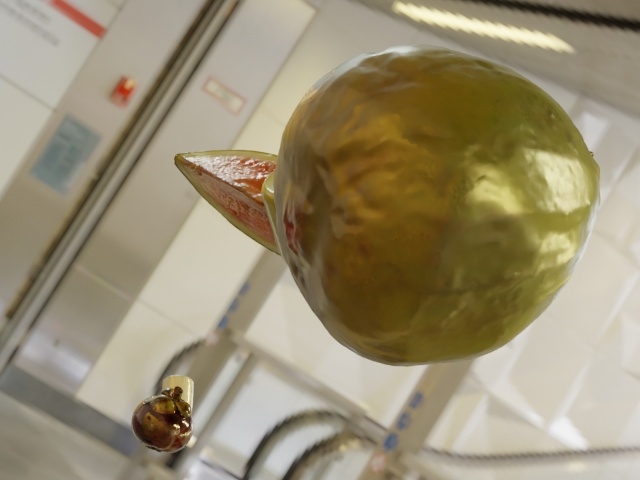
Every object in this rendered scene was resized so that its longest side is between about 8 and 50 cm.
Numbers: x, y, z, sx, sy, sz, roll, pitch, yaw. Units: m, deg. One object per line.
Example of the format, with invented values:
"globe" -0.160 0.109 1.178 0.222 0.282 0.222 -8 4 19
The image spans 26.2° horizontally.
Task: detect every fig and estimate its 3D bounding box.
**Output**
"fig" 0.124 -0.034 1.408 0.343 0.343 0.343 32 -3 2

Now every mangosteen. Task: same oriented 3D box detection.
"mangosteen" -0.197 0.228 1.730 0.081 0.081 0.081 32 -3 2

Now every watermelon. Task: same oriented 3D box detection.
"watermelon" -0.089 -0.045 2.232 0.303 0.128 0.159 32 33 29

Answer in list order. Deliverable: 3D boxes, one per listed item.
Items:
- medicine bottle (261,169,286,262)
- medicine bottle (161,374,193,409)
"medicine bottle" 0.000 0.000 1.930 0.122 0.122 0.212 28 -39 53
"medicine bottle" -0.239 0.272 2.291 0.052 0.089 0.052 0 -30 0
